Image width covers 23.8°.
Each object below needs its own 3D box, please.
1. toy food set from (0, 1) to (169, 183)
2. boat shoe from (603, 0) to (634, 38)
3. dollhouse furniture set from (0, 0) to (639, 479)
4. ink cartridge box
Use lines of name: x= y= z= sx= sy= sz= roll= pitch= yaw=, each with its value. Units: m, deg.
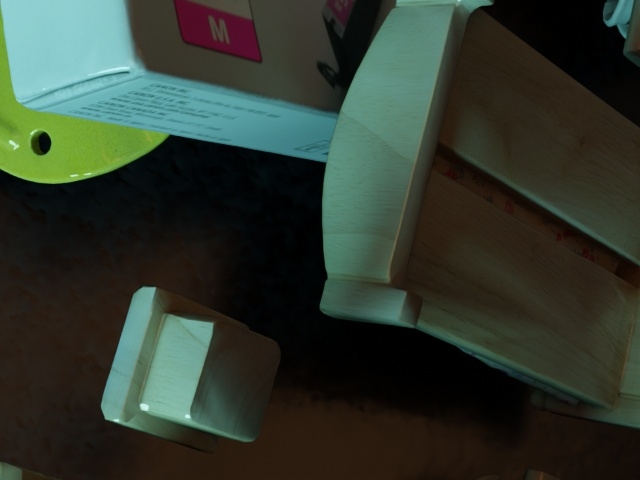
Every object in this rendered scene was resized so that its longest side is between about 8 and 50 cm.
toy food set: x=-0.115 y=-0.136 z=0.708 sx=0.128 sy=0.071 sz=0.218 roll=-7 pitch=91 yaw=24
boat shoe: x=0.176 y=-0.143 z=0.772 sx=0.267 sy=0.096 sz=0.088 roll=31 pitch=79 yaw=-4
dollhouse furniture set: x=0.000 y=0.000 z=0.632 sx=0.303 sy=0.174 sz=0.355 roll=28 pitch=73 yaw=-46
ink cartridge box: x=-0.038 y=-0.160 z=0.654 sx=0.060 sy=0.275 sz=0.239 roll=-14 pitch=81 yaw=28
